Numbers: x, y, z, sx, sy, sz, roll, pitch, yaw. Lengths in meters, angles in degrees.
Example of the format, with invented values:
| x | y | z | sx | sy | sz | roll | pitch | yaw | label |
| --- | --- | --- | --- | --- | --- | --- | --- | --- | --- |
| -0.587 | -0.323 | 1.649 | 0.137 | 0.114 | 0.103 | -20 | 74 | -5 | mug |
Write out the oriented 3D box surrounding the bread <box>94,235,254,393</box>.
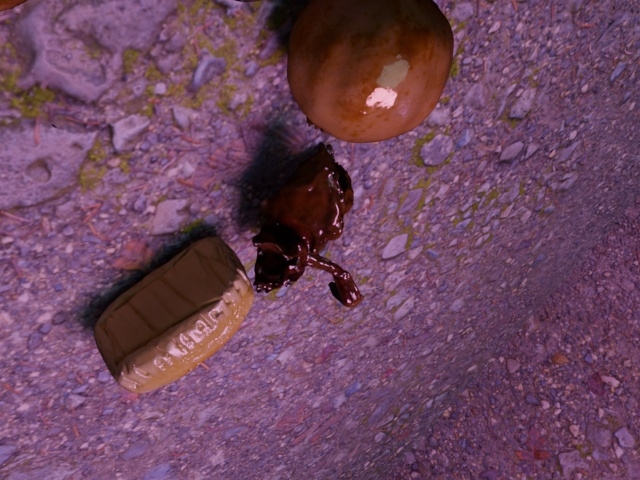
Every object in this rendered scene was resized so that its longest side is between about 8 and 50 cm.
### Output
| x | y | z | sx | sy | sz | roll | pitch | yaw | label |
| --- | --- | --- | --- | --- | --- | --- | --- | --- | --- |
| -0.200 | 0.109 | 0.960 | 0.236 | 0.140 | 0.106 | -38 | 143 | -6 | bread |

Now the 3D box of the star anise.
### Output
| x | y | z | sx | sy | sz | roll | pitch | yaw | label |
| --- | --- | --- | --- | --- | --- | --- | --- | --- | --- |
| -0.009 | -0.001 | 1.005 | 0.237 | 0.148 | 0.346 | -63 | 154 | -27 | star anise |

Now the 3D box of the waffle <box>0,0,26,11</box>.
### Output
| x | y | z | sx | sy | sz | roll | pitch | yaw | label |
| --- | --- | --- | --- | --- | --- | --- | --- | --- | --- |
| -0.233 | -0.243 | 0.413 | 0.213 | 0.091 | 0.308 | -31 | -176 | 9 | waffle |

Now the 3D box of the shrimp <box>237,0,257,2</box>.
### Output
| x | y | z | sx | sy | sz | roll | pitch | yaw | label |
| --- | --- | --- | --- | --- | --- | --- | --- | --- | --- |
| -0.059 | -0.366 | 0.642 | 0.222 | 0.054 | 0.290 | -42 | 150 | 2 | shrimp |

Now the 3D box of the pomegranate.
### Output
| x | y | z | sx | sy | sz | roll | pitch | yaw | label |
| --- | --- | --- | --- | --- | --- | --- | --- | --- | --- |
| 0.060 | -0.212 | 0.809 | 0.207 | 0.207 | 0.207 | -27 | 144 | -22 | pomegranate |
